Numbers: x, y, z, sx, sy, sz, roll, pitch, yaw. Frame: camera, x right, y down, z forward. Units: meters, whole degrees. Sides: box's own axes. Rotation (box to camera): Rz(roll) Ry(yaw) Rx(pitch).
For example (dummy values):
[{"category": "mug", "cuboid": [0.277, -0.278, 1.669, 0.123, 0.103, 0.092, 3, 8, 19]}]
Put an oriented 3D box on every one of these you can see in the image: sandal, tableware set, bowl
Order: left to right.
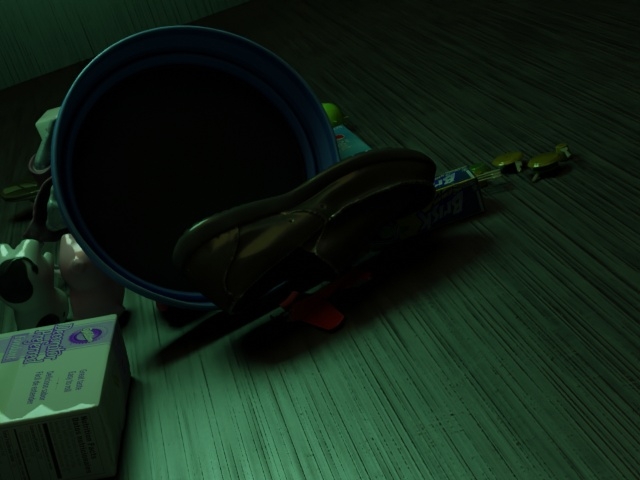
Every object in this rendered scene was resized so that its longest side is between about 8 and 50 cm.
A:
[{"category": "sandal", "cuboid": [-0.512, -0.095, 2.226, 0.219, 0.060, 0.090, -11, 24, -19]}, {"category": "bowl", "cuboid": [-0.166, -0.094, 1.528, 0.391, 0.391, 0.077, -28, -4, -23]}, {"category": "tableware set", "cuboid": [0.287, -0.106, 1.639, 0.154, 0.024, 0.104, -16, 18, 9]}]

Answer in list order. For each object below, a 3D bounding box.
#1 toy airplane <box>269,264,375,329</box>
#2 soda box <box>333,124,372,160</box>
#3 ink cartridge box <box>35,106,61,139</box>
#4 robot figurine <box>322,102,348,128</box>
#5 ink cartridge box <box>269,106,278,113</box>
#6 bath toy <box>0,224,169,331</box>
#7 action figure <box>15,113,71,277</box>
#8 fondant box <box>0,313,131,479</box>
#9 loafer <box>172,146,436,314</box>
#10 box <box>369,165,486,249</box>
[{"category": "toy airplane", "cuboid": [0.005, 0.070, 1.434, 0.151, 0.028, 0.151, -17, 21, 7]}, {"category": "soda box", "cuboid": [0.041, -0.121, 1.804, 0.067, 0.071, 0.210, -21, 22, -6]}, {"category": "ink cartridge box", "cuboid": [-0.458, -0.214, 2.332, 0.203, 0.148, 0.086, -15, 24, 13]}, {"category": "robot figurine", "cuboid": [-0.007, -0.216, 2.078, 0.115, 0.067, 0.101, -3, 18, 34]}, {"category": "ink cartridge box", "cuboid": [-0.141, -0.164, 1.739, 0.235, 0.088, 0.193, -17, 20, 4]}, {"category": "bath toy", "cuboid": [-0.338, 0.068, 1.594, 0.348, 0.151, 0.129, -12, 61, 10]}, {"category": "action figure", "cuboid": [-0.388, -0.054, 1.940, 0.370, 0.248, 0.275, 3, 71, 68]}, {"category": "fondant box", "cuboid": [-0.395, 0.199, 1.304, 0.330, 0.096, 0.238, -9, 21, -2]}, {"category": "loafer", "cuboid": [0.000, 0.000, 1.437, 0.366, 0.134, 0.130, -24, 67, -17]}, {"category": "box", "cuboid": [0.137, -0.046, 1.569, 0.169, 0.054, 0.059, -20, 22, 0]}]
